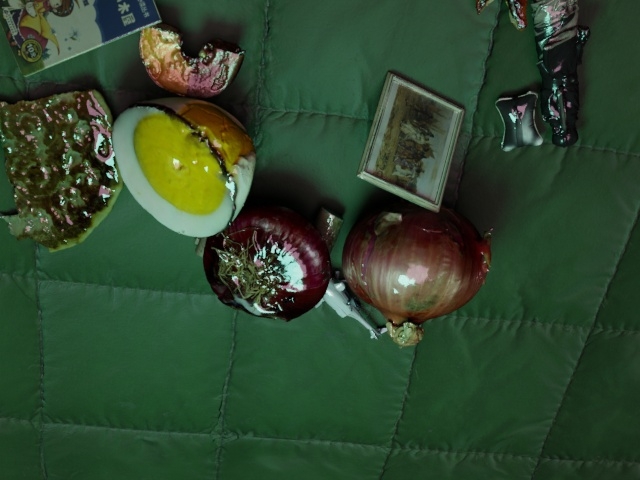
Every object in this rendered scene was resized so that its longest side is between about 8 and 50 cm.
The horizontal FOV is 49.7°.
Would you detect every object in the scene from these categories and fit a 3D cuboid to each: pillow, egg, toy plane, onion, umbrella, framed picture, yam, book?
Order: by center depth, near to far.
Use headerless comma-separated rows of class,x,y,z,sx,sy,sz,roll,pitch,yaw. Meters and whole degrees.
book,-0.507,-0.495,1.405,0.322,0.018,0.229,-20,96,8
egg,-0.273,-0.181,1.525,0.336,0.201,0.337,18,127,25
umbrella,0.536,-0.370,1.529,0.113,0.106,0.358,-15,118,1
framed picture,0.209,-0.221,1.539,0.217,0.017,0.275,21,72,-16
pillow,0.461,-0.276,1.604,0.091,0.055,0.136,-22,120,-7
onion,0.227,0.044,1.611,0.353,0.354,0.354,-1,118,-3
onion,-0.117,0.048,1.634,0.313,0.232,0.314,8,120,14
yam,0.000,0.000,1.713,0.078,0.078,0.179,17,113,-12
toy plane,0.072,0.184,1.801,0.181,0.107,0.273,-16,122,11

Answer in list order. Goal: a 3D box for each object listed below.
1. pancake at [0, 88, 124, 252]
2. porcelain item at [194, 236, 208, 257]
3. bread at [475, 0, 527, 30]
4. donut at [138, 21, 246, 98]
pancake,-0.607,-0.160,1.611,0.304,0.067,0.427,8,119,1
porcelain item,-0.249,-0.056,1.681,0.084,0.054,0.213,12,116,-11
bread,0.423,-0.577,1.419,0.139,0.095,0.269,32,121,11
donut,-0.281,-0.388,1.482,0.217,0.085,0.141,18,116,-11
